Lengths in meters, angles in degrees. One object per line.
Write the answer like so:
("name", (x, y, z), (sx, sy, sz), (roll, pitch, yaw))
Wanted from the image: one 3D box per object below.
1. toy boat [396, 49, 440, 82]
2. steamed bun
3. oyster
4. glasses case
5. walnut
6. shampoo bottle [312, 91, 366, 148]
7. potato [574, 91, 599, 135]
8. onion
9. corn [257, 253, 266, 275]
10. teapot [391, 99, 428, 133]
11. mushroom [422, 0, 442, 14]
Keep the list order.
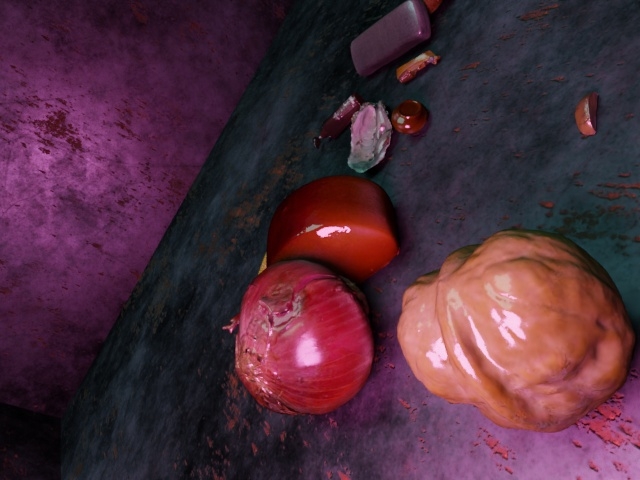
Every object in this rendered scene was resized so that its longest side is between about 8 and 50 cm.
("toy boat", (0.294, -0.525, 1.494), (0.149, 0.049, 0.047), (-18, 7, 45))
("steamed bun", (0.000, 0.000, 1.259), (0.379, 0.248, 0.235), (-36, 37, 34))
("oyster", (0.145, -0.317, 1.488), (0.199, 0.087, 0.252), (-40, 40, 14))
("glasses case", (0.225, -0.668, 1.646), (0.323, 0.074, 0.131), (-13, 90, 54))
("walnut", (0.270, 0.126, 0.704), (0.253, 0.276, 0.282), (-63, 18, -17))
("shampoo bottle", (0.059, -0.416, 1.739), (0.236, 0.067, 0.068), (-38, 26, 35))
("potato", (0.492, -0.240, 0.926), (0.037, 0.036, 0.093), (-11, 55, 49))
("onion", (-0.051, 0.213, 1.081), (0.353, 0.353, 0.354), (-38, 35, 34))
("corn", (-0.133, 0.037, 1.605), (0.081, 0.081, 0.249), (-10, 56, 54))
("teapot", (0.247, -0.336, 1.370), (0.098, 0.078, 0.129), (7, 50, 15))
("mushroom", (0.346, -0.841, 1.601), (0.194, 0.138, 0.231), (-17, 50, 51))
